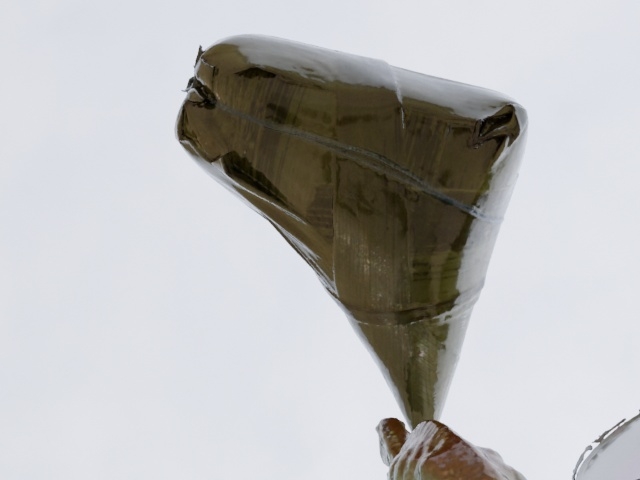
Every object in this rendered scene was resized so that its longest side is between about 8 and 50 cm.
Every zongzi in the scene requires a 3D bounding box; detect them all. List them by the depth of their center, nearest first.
[{"bbox_3d":[0.000,0.000,0.745,0.251,0.125,0.274,15,-76,6],"label":"zongzi"}]

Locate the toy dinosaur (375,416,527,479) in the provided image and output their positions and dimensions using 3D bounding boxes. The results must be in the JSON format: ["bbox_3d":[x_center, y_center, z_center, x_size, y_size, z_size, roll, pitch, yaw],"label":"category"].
[{"bbox_3d":[0.107,0.200,0.555,0.393,0.092,0.205,148,-73,-78],"label":"toy dinosaur"}]

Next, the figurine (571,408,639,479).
[{"bbox_3d":[0.246,0.179,0.617,0.132,0.132,0.153,-34,-90,35],"label":"figurine"}]
